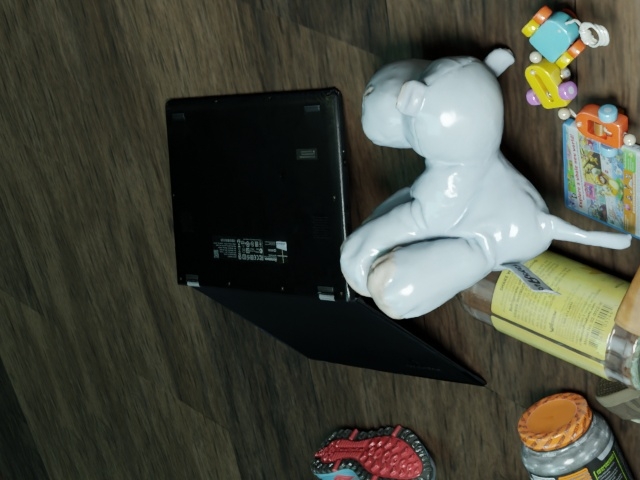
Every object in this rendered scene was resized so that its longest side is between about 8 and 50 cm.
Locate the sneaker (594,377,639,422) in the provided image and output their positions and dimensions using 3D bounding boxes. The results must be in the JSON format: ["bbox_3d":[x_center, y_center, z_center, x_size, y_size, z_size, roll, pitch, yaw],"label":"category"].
[{"bbox_3d":[0.392,0.170,1.716,0.071,0.066,0.188,37,158,-15],"label":"sneaker"}]

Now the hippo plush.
[{"bbox_3d":[0.120,-0.068,1.600,0.294,0.234,0.236,19,135,55],"label":"hippo plush"}]

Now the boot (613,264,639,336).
[{"bbox_3d":[0.403,0.016,1.345,0.264,0.096,0.280,28,115,32],"label":"boot"}]

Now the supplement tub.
[{"bbox_3d":[0.321,0.289,1.875,0.117,0.117,0.190,3,127,51],"label":"supplement tub"}]

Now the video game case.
[{"bbox_3d":[0.325,-0.052,1.576,0.166,0.015,0.119,26,144,33],"label":"video game case"}]

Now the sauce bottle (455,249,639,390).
[{"bbox_3d":[0.236,0.058,1.725,0.344,0.111,0.111,25,143,35],"label":"sauce bottle"}]

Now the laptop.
[{"bbox_3d":[0.000,0.000,2.060,0.382,0.236,0.407,3,99,51],"label":"laptop"}]

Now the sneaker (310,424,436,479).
[{"bbox_3d":[0.103,0.347,2.278,0.125,0.104,0.262,42,159,-25],"label":"sneaker"}]

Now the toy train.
[{"bbox_3d":[0.261,-0.166,1.500,0.125,0.046,0.166,23,145,35],"label":"toy train"}]
